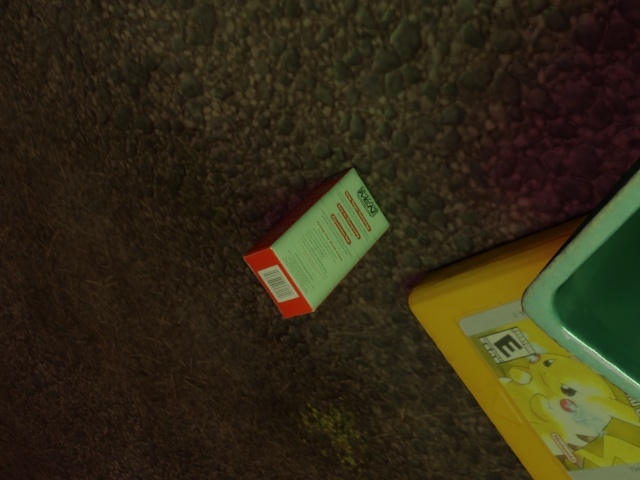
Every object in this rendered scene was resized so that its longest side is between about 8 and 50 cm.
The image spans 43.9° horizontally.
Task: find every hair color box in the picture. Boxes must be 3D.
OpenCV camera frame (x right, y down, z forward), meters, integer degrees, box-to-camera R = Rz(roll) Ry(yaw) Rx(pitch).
[{"bbox_3d":[0.000,0.000,0.731,0.043,0.141,0.072,-19,109,46],"label":"hair color box"}]

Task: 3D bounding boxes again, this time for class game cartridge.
[{"bbox_3d":[0.268,0.109,0.671,0.323,0.052,0.285,-26,104,48],"label":"game cartridge"}]

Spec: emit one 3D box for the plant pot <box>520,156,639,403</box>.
[{"bbox_3d":[0.298,-0.031,0.379,0.248,0.252,0.247,37,139,8],"label":"plant pot"}]
